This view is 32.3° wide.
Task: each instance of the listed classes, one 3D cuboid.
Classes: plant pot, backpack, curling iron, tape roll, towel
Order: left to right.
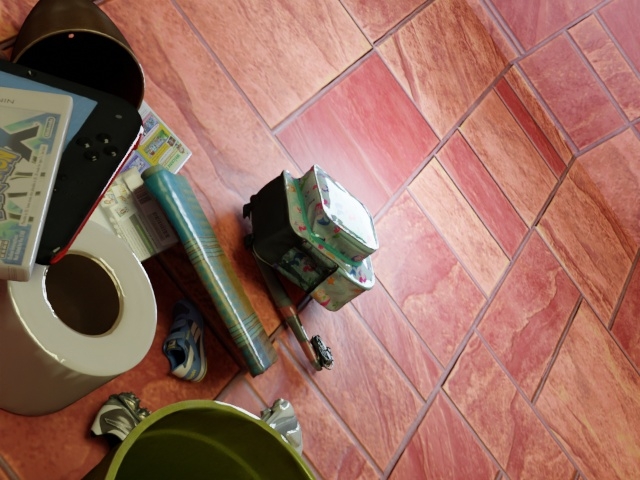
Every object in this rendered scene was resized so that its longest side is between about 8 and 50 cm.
[{"bbox_3d":[-0.377,0.106,1.557,0.246,0.169,0.246,30,44,-34],"label":"tape roll"},{"bbox_3d":[-0.411,-0.308,1.813,0.215,0.215,0.230,28,27,-36],"label":"plant pot"},{"bbox_3d":[-0.219,0.430,1.354,0.366,0.353,0.367,30,44,-34],"label":"plant pot"},{"bbox_3d":[-0.178,0.051,1.837,0.370,0.040,0.271,62,2,3],"label":"towel"},{"bbox_3d":[-0.059,0.126,2.041,0.274,0.035,0.068,57,14,5],"label":"curling iron"},{"bbox_3d":[0.000,0.000,2.067,0.253,0.191,0.225,46,20,-34],"label":"backpack"}]

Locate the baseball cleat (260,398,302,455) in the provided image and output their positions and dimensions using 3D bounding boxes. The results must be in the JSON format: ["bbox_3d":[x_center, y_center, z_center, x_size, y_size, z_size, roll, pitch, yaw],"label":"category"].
[{"bbox_3d":[-0.086,0.345,1.816,0.109,0.072,0.206,60,39,-9],"label":"baseball cleat"}]

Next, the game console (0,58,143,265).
[{"bbox_3d":[-0.474,-0.137,1.549,0.386,0.060,0.342,18,40,4],"label":"game console"}]

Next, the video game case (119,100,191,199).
[{"bbox_3d":[-0.336,-0.167,1.930,0.193,0.023,0.212,48,36,-15],"label":"video game case"}]

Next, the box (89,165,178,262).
[{"bbox_3d":[-0.339,-0.017,1.752,0.186,0.038,0.145,-30,89,-34],"label":"box"}]

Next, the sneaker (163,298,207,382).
[{"bbox_3d":[-0.224,0.159,1.801,0.059,0.053,0.144,13,54,-42],"label":"sneaker"}]

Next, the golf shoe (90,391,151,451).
[{"bbox_3d":[-0.262,0.320,1.636,0.198,0.077,0.094,48,51,-8],"label":"golf shoe"}]

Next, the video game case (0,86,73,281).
[{"bbox_3d":[-0.501,-0.094,1.449,0.299,0.036,0.329,7,48,-6],"label":"video game case"}]
